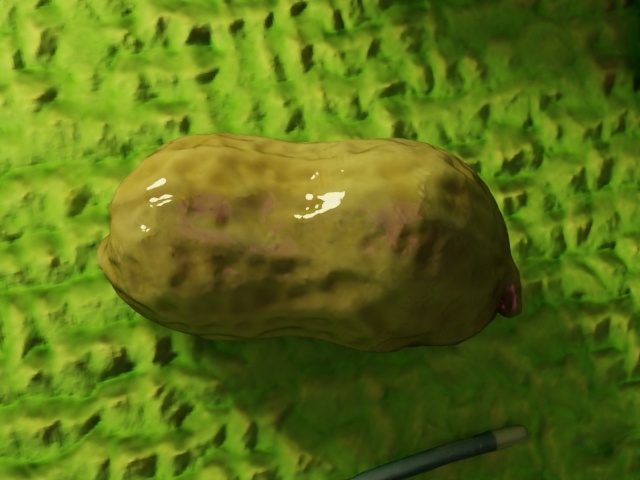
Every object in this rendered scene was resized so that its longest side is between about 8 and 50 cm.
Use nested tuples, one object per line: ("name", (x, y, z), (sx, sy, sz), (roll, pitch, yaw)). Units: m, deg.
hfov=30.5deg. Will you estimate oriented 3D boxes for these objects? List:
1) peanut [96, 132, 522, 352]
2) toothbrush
("peanut", (0.006, -0.005, 0.772), (0.291, 0.159, 0.143), (6, 55, -18))
("toothbrush", (0.026, 0.169, 0.825), (0.275, 0.019, 0.025), (-15, 79, -20))
